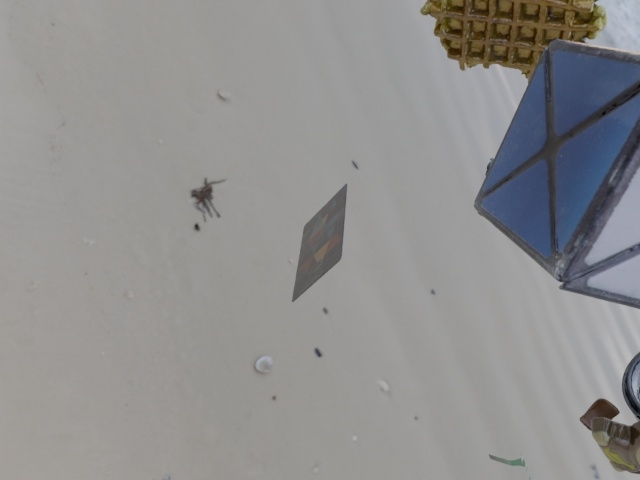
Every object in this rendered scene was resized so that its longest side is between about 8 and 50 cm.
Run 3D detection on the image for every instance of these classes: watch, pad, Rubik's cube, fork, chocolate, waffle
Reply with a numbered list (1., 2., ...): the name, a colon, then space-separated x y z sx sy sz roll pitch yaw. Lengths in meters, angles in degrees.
1. watch: 0.881 0.408 1.393 0.314 0.335 0.327 49 55 -28
2. pad: 0.000 0.000 1.018 0.003 0.143 0.211 32 36 -21
3. Rubik's cube: 0.385 -0.076 0.695 0.255 0.260 0.259 16 23 -14
4. fork: 0.352 0.408 1.050 0.235 0.021 0.039 83 -10 -75
5. chocolate: 0.778 0.485 1.578 0.064 0.100 0.031 39 19 18
6. waffle: 0.338 -0.397 1.010 0.301 0.281 0.058 29 58 1

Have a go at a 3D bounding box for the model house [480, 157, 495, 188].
1. model house: 0.513 -0.162 1.440 0.148 0.149 0.119 11 92 -6
